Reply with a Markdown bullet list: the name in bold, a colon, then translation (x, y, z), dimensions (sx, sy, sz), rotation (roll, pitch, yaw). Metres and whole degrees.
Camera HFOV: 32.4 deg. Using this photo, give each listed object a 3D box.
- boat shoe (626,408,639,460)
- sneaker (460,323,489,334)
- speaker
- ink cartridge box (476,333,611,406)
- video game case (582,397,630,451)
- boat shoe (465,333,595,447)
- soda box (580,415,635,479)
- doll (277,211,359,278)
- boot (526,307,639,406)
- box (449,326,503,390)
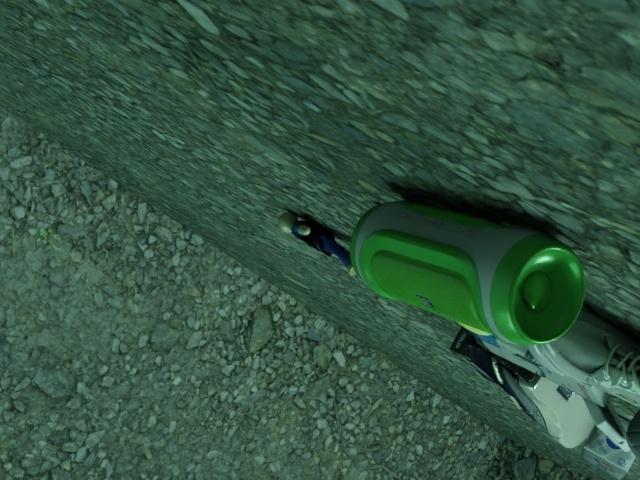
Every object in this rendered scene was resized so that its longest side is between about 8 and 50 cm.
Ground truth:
- **boat shoe**: translation (0.545, 0.291, 1.493), dimensions (0.119, 0.121, 0.335), rotation (36, 169, -14)
- **sneaker**: translation (0.162, 0.028, 1.453), dimensions (0.240, 0.091, 0.126), rotation (30, 154, 0)
- **speaker**: translation (0.157, 0.030, 1.253), dimensions (0.131, 0.131, 0.296), rotation (35, 171, -32)
- **ink cartridge box**: translation (0.323, 0.146, 1.545), dimensions (0.190, 0.082, 0.139), rotation (27, 172, 29)
- **video game case**: translation (0.410, 0.228, 1.648), dimensions (0.143, 0.019, 0.157), rotation (39, -155, -49)
- **boat shoe**: translation (0.361, 0.228, 1.850), dimensions (0.158, 0.127, 0.340), rotation (32, 167, 38)
- **soda box**: translation (0.595, 0.420, 2.243), dimensions (0.098, 0.091, 0.286), rotation (29, 172, 19)
- **doll**: translation (0.000, 0.000, 1.918), dimensions (0.189, 0.046, 0.129), rotation (33, -176, 29)
- **boot**: translation (0.386, 0.150, 1.370), dimensions (0.258, 0.095, 0.123), rotation (24, 169, -22)
- **box**: translation (0.384, 0.263, 2.151), dimensions (0.183, 0.056, 0.231), rotation (23, 170, 45)
